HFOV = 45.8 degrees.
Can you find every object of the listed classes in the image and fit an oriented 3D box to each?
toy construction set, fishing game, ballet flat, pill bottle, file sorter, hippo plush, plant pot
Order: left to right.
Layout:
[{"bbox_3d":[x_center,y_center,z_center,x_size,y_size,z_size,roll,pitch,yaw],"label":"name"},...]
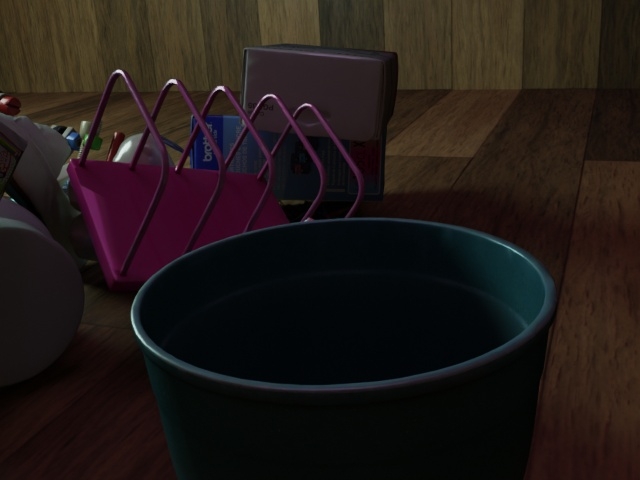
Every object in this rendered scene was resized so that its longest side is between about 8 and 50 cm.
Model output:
[{"bbox_3d":[-0.476,0.034,0.982,0.224,0.224,0.392,-19,25,-37],"label":"pill bottle"},{"bbox_3d":[-0.578,-0.145,1.528,0.309,0.237,0.257,13,-9,-1],"label":"toy construction set"},{"bbox_3d":[-0.415,-0.093,1.124,0.139,0.400,0.139,-2,60,3],"label":"ballet flat"},{"bbox_3d":[-0.226,0.017,1.105,0.294,0.234,0.236,33,17,-38],"label":"hippo plush"},{"bbox_3d":[-0.122,-0.075,0.932,0.291,0.182,0.202,1,46,-39],"label":"file sorter"},{"bbox_3d":[-0.074,-0.056,1.383,0.264,0.041,0.189,-3,9,25],"label":"fishing game"},{"bbox_3d":[0.022,0.146,0.537,0.272,0.255,0.271,-3,19,1],"label":"plant pot"}]

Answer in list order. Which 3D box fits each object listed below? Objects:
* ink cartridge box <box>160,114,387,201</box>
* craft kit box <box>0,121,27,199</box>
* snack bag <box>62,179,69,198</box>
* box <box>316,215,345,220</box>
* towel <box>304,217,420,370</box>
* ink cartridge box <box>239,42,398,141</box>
[{"bbox_3d":[-0.101,-0.148,1.390,0.396,0.151,0.270,-1,5,-9],"label":"ink cartridge box"},{"bbox_3d":[-0.451,-0.004,0.796,0.250,0.061,0.246,-2,59,29],"label":"craft kit box"},{"bbox_3d":[-0.499,-0.070,1.558,0.343,0.037,0.323,3,21,20],"label":"snack bag"},{"bbox_3d":[0.000,0.000,1.258,0.178,0.042,0.109,-14,20,-26],"label":"box"},{"bbox_3d":[0.035,0.045,0.728,0.197,0.029,0.144,10,50,32],"label":"towel"},{"bbox_3d":[0.009,-0.239,1.179,0.207,0.117,0.283,7,17,7],"label":"ink cartridge box"}]
